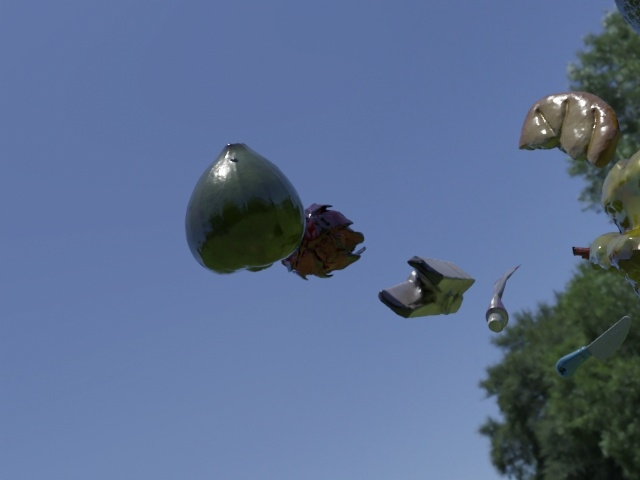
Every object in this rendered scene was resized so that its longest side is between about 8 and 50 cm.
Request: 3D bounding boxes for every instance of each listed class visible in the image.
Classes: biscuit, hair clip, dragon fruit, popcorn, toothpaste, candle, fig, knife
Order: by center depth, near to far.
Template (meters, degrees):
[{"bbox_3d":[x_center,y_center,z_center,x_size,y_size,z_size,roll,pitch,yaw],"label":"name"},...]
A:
[{"bbox_3d":[0.518,-0.004,1.193,0.326,0.321,0.290,28,-73,-22],"label":"popcorn"},{"bbox_3d":[-0.131,-0.057,1.524,0.203,0.225,0.203,-12,-5,-1],"label":"fig"},{"bbox_3d":[0.207,0.088,1.664,0.101,0.085,0.331,-60,-22,8],"label":"hair clip"},{"bbox_3d":[0.588,0.028,1.839,0.167,0.026,0.021,3,6,37],"label":"candle"},{"bbox_3d":[0.524,-0.239,1.911,0.045,0.299,0.154,29,-90,-28],"label":"biscuit"},{"bbox_3d":[0.387,0.122,1.965,0.301,0.048,0.075,-51,-19,-65],"label":"toothpaste"},{"bbox_3d":[-0.006,0.001,2.099,0.189,0.182,0.182,-32,-11,-50],"label":"dragon fruit"},{"bbox_3d":[0.644,0.255,2.139,0.032,0.058,0.244,-15,-22,-44],"label":"knife"}]

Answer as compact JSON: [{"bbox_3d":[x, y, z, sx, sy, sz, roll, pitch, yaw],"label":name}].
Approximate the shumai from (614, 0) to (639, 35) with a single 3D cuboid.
[{"bbox_3d":[0.814,-0.564,1.886,0.397,0.324,0.323,39,-100,-22],"label":"shumai"}]
